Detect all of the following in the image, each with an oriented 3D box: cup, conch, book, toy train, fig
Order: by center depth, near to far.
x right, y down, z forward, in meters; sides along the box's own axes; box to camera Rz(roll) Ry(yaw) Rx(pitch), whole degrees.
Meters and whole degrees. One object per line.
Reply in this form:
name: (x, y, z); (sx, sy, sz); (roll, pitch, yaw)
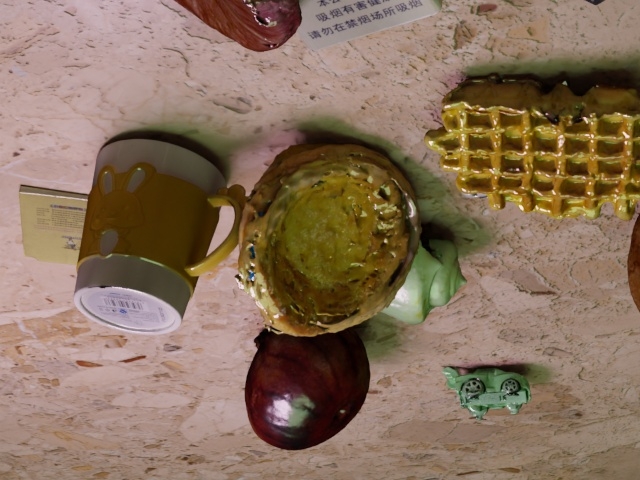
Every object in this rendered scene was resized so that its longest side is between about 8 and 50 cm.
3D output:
cup: (-0.209, -0.005, 1.568); (0.241, 0.226, 0.185); (-4, 149, 26)
conch: (0.090, 0.029, 1.721); (0.250, 0.137, 0.143); (25, 174, 1)
book: (-0.365, -0.013, 1.771); (0.167, 0.013, 0.192); (8, 148, -8)
fig: (-0.030, 0.230, 1.952); (0.214, 0.235, 0.235); (46, 142, 3)
toy train: (0.298, 0.264, 2.104); (0.149, 0.081, 0.099); (-10, 146, 10)

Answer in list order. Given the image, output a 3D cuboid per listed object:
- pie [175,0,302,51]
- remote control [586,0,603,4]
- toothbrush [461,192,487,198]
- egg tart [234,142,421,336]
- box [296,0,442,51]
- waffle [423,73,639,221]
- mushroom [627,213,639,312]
pie: (-0.114, -0.271, 1.198); (0.218, 0.054, 0.204); (32, 169, 18)
remote control: (0.324, -0.282, 1.267); (0.034, 0.016, 0.091); (10, 152, -42)
toothbrush: (0.375, -0.110, 1.530); (0.417, 0.040, 0.042); (-10, 127, 28)
egg tart: (0.000, 0.000, 1.587); (0.290, 0.291, 0.107); (26, 180, -33)
box: (0.001, -0.312, 1.197); (0.168, 0.071, 0.259); (-13, 146, 26)
waffle: (0.291, -0.120, 1.462); (0.309, 0.065, 0.283); (29, 142, -25)
mushroom: (0.540, 0.019, 1.586); (0.267, 0.267, 0.254); (8, -178, -8)
